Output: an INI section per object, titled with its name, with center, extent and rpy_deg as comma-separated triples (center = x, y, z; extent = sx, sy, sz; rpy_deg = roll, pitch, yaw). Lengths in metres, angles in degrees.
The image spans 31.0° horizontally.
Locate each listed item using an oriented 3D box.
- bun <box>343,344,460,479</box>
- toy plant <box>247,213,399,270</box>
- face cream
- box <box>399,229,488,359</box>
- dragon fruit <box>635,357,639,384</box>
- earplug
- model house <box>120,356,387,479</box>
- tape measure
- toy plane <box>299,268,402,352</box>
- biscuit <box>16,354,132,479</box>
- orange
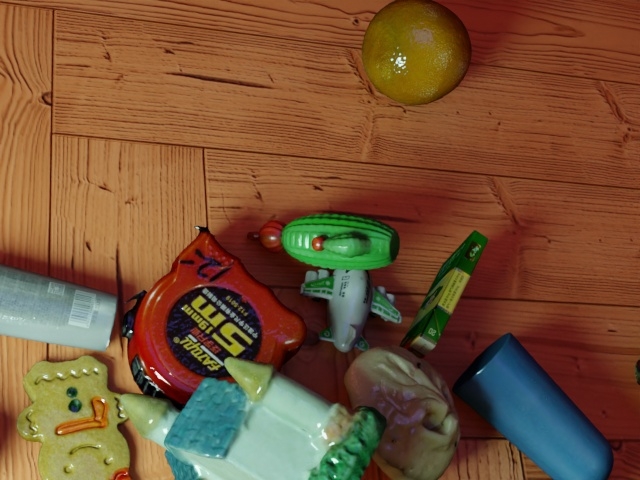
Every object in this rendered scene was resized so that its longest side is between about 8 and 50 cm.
[bun]
center = 0.132, 0.252, 1.717
extent = 0.133, 0.231, 0.231
rpy_deg = -28, 69, 15
[toy plant]
center = 0.013, 0.000, 1.845
extent = 0.154, 0.240, 0.088
rpy_deg = -3, 97, -44
[face cream]
center = -0.433, 0.090, 1.672
extent = 0.269, 0.073, 0.107
rpy_deg = 14, 54, -14
[box]
center = 0.192, 0.101, 1.870
extent = 0.034, 0.132, 0.235
rpy_deg = 33, 57, -2
[dragon fruit]
center = 0.666, 0.223, 1.967
extent = 0.269, 0.198, 0.200
rpy_deg = 36, 44, -16
[earplug]
center = 0.352, 0.287, 1.838
extent = 0.273, 0.132, 0.132
rpy_deg = 45, 57, 2
[model house]
center = -0.113, 0.264, 1.577
extent = 0.325, 0.267, 0.194
rpy_deg = 31, 60, -2
[tape measure]
center = -0.170, 0.142, 1.722
extent = 0.253, 0.114, 0.260
rpy_deg = 41, 60, 4
[toy plane]
center = 0.047, 0.102, 1.845
extent = 0.174, 0.080, 0.174
rpy_deg = 11, 54, -16
[biscuit]
center = -0.342, 0.271, 1.632
extent = 0.166, 0.036, 0.225
rpy_deg = -4, 65, -24
[orange]
center = 0.173, -0.339, 2.072
extent = 0.206, 0.206, 0.206
rpy_deg = 9, 60, -16
